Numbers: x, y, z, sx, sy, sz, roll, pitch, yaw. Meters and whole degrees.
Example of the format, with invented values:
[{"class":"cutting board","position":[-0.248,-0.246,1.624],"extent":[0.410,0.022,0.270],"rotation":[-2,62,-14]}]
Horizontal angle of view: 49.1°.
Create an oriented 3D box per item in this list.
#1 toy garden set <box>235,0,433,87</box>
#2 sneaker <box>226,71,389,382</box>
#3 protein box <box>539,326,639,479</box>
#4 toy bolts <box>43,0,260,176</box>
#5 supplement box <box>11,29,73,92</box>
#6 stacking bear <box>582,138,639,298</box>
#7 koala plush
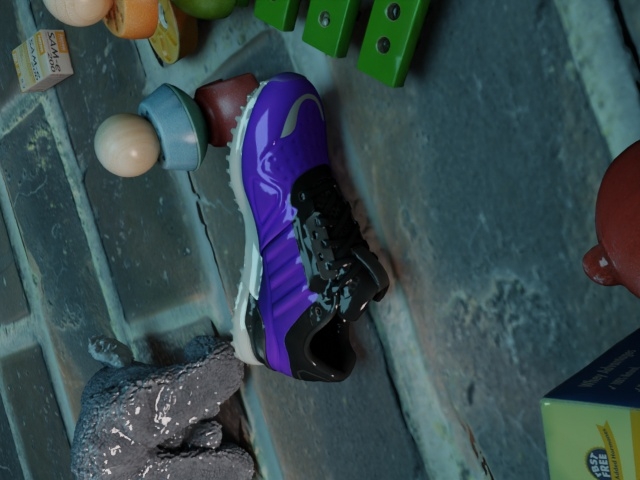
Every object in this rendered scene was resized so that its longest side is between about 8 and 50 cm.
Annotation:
[{"class":"toy garden set","position":[0.016,-0.270,0.585],"extent":[0.244,0.049,0.204],"rotation":[37,125,32]},{"class":"sneaker","position":[0.001,0.000,0.637],"extent":[0.146,0.102,0.294],"rotation":[18,117,35]},{"class":"protein box","position":[0.253,0.120,0.347],"extent":[0.201,0.199,0.136],"rotation":[-4,97,44]},{"class":"toy bolts","position":[-0.174,-0.173,0.682],"extent":[0.218,0.158,0.229],"rotation":[3,114,62]},{"class":"supplement box","position":[-0.389,-0.249,0.979],"extent":[0.098,0.036,0.062],"rotation":[-10,94,44]},{"class":"stacking bear","position":[0.238,-0.078,0.345],"extent":[0.164,0.175,0.289],"rotation":[-101,21,-44]},{"class":"koala plush","position":[-0.222,0.206,0.845],"extent":[0.221,0.203,0.197],"rotation":[13,109,53]}]
